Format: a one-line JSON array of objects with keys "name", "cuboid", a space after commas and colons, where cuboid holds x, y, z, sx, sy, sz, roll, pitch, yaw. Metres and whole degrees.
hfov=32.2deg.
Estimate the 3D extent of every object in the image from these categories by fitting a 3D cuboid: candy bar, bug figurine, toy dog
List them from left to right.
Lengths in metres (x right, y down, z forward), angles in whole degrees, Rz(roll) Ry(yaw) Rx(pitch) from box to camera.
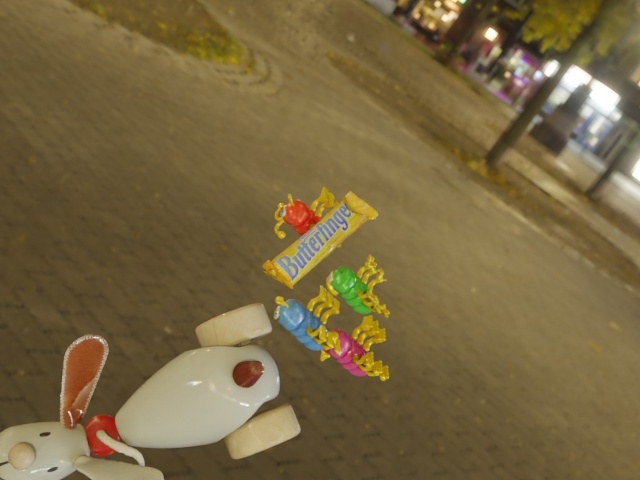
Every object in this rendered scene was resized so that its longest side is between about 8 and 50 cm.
[{"name": "toy dog", "cuboid": [-0.169, 0.182, 1.147, 0.220, 0.334, 0.161, 49, -15, 6]}, {"name": "candy bar", "cuboid": [0.000, 0.000, 1.117, 0.040, 0.018, 0.161, 38, 47, 12]}, {"name": "bug figurine", "cuboid": [0.010, 0.071, 1.455, 0.216, 0.072, 0.279, 47, 28, -32]}]
